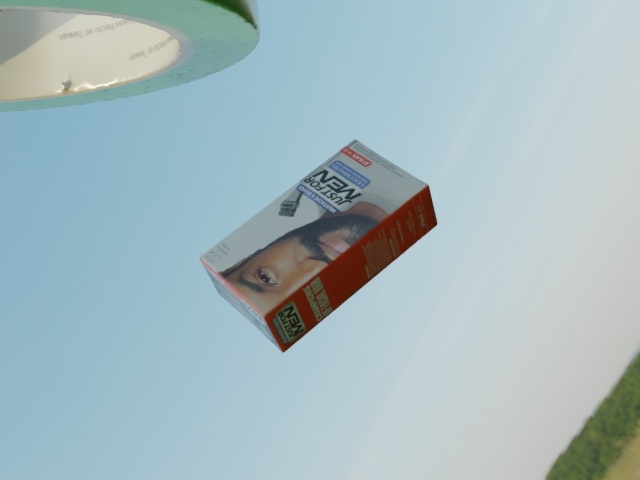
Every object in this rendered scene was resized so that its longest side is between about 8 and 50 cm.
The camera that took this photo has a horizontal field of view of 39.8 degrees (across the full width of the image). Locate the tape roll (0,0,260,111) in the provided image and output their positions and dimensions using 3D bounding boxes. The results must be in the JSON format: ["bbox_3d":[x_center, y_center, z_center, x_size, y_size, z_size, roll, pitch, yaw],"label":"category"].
[{"bbox_3d":[-0.198,-0.139,0.518,0.321,0.321,0.077,-8,-89,-65],"label":"tape roll"}]

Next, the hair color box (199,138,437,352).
[{"bbox_3d":[0.000,0.000,0.705,0.167,0.093,0.053,-40,-41,-16],"label":"hair color box"}]
